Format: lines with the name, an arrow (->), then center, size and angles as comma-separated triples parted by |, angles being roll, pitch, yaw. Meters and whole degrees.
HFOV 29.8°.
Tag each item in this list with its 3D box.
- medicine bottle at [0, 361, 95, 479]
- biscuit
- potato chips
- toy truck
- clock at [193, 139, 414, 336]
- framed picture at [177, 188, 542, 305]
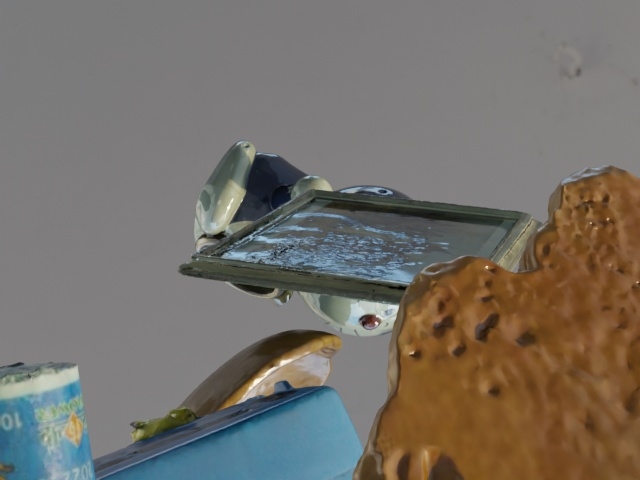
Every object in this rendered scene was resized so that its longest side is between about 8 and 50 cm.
medicine bottle -> -0.106, 0.143, 0.476 | 0.051, 0.051, 0.191 | -9, -87, 19
biscuit -> 0.147, 0.131, 0.598 | 0.269, 0.051, 0.376 | 7, -118, -5
potato chips -> -0.076, 0.145, 1.125 | 0.208, 0.195, 0.062 | -42, -105, 13
toy truck -> -0.128, 0.212, 0.801 | 0.162, 0.385, 0.161 | -19, -94, 45
clock -> 0.000, 0.000, 1.188 | 0.243, 0.199, 0.146 | 23, -120, 8
framed picture -> 0.044, -0.001, 0.901 | 0.217, 0.017, 0.274 | 7, -165, 15
